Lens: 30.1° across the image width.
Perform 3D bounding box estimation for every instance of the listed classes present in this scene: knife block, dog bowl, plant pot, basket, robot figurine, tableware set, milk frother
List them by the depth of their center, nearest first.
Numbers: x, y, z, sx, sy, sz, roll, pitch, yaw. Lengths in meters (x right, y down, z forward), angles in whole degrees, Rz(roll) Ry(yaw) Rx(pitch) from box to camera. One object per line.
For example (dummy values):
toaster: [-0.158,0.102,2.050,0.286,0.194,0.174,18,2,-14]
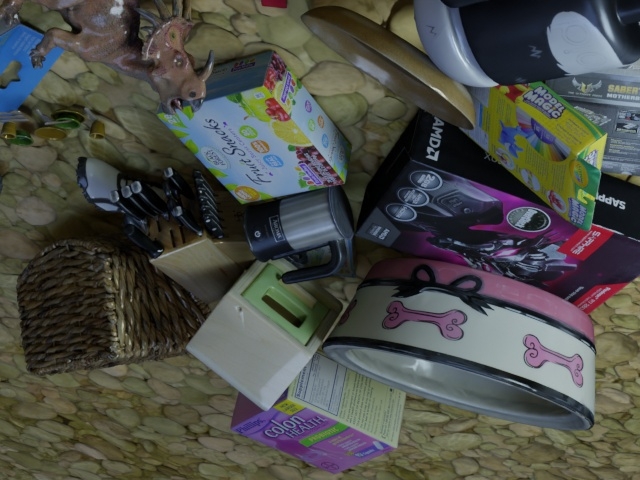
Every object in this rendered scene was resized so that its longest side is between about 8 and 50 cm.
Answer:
robot figurine: [0.229,-0.252,1.204,0.278,0.174,0.209,-6,141,36]
plant pot: [0.084,-0.202,1.361,0.236,0.032,0.236,34,-179,-1]
milk frother: [-0.016,-0.018,1.682,0.134,0.143,0.129,-14,109,20]
tableware set: [-0.381,-0.155,1.686,0.154,0.024,0.104,-2,162,10]
knife block: [-0.213,-0.003,1.728,0.242,0.088,0.276,0,151,-30]
dog bowl: [0.217,0.150,1.751,0.407,0.150,0.408,17,167,4]
basket: [-0.329,0.096,1.941,0.223,0.214,0.299,-3,171,-41]

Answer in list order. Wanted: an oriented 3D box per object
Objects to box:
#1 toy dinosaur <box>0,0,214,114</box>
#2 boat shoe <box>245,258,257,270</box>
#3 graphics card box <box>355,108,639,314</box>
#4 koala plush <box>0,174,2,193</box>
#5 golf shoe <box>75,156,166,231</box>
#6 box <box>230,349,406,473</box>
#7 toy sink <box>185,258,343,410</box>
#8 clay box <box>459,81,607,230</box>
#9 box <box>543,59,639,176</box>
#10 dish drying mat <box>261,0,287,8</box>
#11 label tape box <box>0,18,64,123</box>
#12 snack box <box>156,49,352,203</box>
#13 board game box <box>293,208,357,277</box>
toy dinosaur: [-0.252,-0.285,1.386,0.200,0.127,0.296,-13,127,24]
boat shoe: [-0.093,0.032,1.874,0.125,0.046,0.038,28,150,-7]
graphics card box: [0.256,-0.031,1.599,0.370,0.094,0.233,20,151,-9]
koala plush: [-0.623,-0.094,1.759,0.196,0.203,0.221,-4,132,24]
golf shoe: [-0.279,-0.072,1.764,0.093,0.077,0.198,-17,145,25]
box: [-0.004,0.316,2.205,0.243,0.117,0.213,28,145,-21]
toy sink: [-0.069,0.116,1.774,0.152,0.234,0.131,39,116,1]
clay box: [0.254,-0.120,1.393,0.222,0.053,0.127,44,160,28]
box: [0.376,-0.152,1.413,0.231,0.056,0.183,7,146,10]
dish drying mat: [-0.058,-0.302,1.384,0.032,0.008,0.083,8,148,10]
label tape box: [-0.538,-0.244,1.554,0.333,0.106,0.240,28,145,-22]
snack box: [-0.084,-0.144,1.577,0.174,0.070,0.207,-9,140,30]
board game box: [0.000,0.000,1.806,0.103,0.026,0.154,7,147,10]
